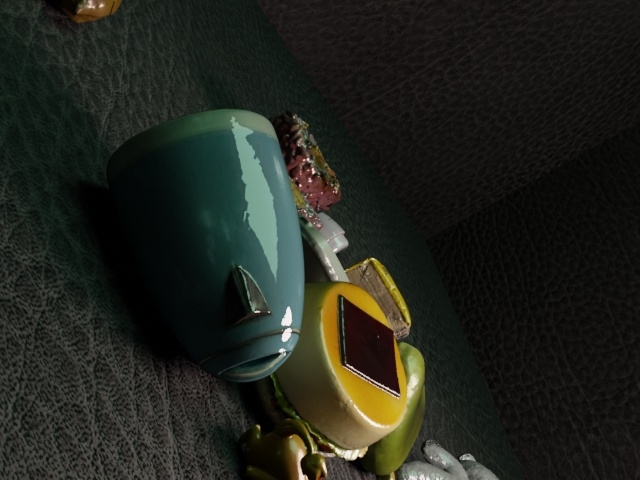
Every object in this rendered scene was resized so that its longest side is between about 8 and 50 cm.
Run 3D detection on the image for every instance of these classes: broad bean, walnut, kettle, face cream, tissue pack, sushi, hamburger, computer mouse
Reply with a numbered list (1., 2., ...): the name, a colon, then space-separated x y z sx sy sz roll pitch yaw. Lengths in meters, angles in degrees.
1. broad bean: 0.134 0.312 1.627 0.238 0.119 0.291 -63 158 -51
2. walnut: -0.393 -0.445 1.446 0.137 0.137 0.245 51 16 -37
3. kettle: -0.138 0.038 1.213 0.319 0.247 0.342 110 -37 -72
4. face cream: 0.000 0.000 2.022 0.104 0.117 0.117 54 12 7
5. tissue pack: 0.130 0.156 2.050 0.192 0.134 0.271 62 0 10
6. sushi: -0.102 -0.100 1.831 0.241 0.107 0.161 27 35 -43
7. sushi: -0.071 -0.173 2.014 0.237 0.170 0.270 65 11 22
8. hamburger: 0.009 0.209 1.392 0.300 0.176 0.300 36 41 -40
9. computer mouse: -0.006 0.080 1.790 0.197 0.095 0.331 37 -19 47

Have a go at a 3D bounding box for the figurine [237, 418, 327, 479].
1. figurine: -0.031 0.325 1.160 0.121 0.122 0.176 -5 68 -39

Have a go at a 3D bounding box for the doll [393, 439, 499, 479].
1. doll: 0.257 0.551 1.819 0.340 0.158 0.246 7 55 -39

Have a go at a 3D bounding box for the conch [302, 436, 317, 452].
1. conch: -0.022 0.343 1.264 0.089 0.074 0.121 30 27 -47

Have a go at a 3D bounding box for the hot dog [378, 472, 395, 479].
1. hot dog: 0.131 0.460 1.707 0.034 0.030 0.090 55 14 -30
